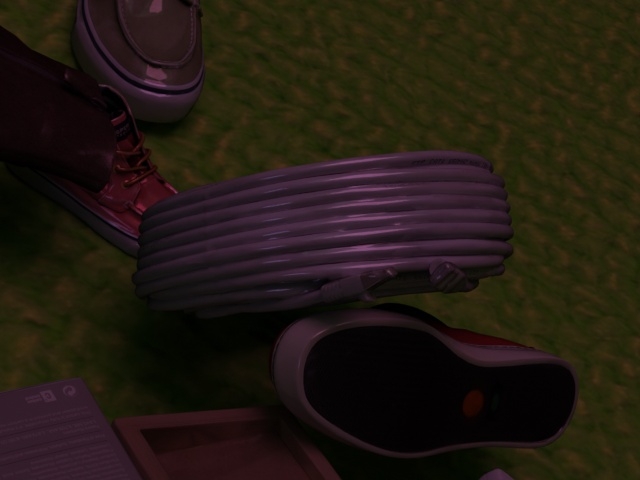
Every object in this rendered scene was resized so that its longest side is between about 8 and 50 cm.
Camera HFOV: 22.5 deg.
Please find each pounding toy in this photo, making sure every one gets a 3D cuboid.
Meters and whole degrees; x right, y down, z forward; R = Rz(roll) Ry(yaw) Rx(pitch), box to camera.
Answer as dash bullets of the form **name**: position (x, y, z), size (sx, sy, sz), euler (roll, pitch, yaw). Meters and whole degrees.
- **pounding toy**: position (-0.015, 0.199, 0.942), size (0.181, 0.094, 0.206), euler (0, 36, -38)

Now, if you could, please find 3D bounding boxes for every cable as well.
- **cable**: position (0.000, 0.000, 1.073), size (0.257, 0.089, 0.257), euler (-7, -2, 23)

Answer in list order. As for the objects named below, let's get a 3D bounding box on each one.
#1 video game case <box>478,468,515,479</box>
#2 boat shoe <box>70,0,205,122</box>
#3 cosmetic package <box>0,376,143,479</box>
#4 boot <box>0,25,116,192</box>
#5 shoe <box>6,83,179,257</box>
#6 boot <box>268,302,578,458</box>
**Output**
- **video game case**: position (0.173, 0.249, 0.986), size (0.190, 0.022, 0.173), euler (40, 26, -34)
- **boat shoe**: position (-0.153, -0.221, 1.364), size (0.109, 0.094, 0.302), euler (8, 41, -23)
- **cosmetic package**: position (-0.131, 0.203, 0.854), size (0.107, 0.127, 0.238), euler (-7, 46, -36)
- **boot**: position (-0.256, -0.133, 1.103), size (0.207, 0.090, 0.248), euler (17, 33, -35)
- **shoe**: position (-0.147, -0.053, 1.181), size (0.178, 0.081, 0.063), euler (31, 38, 6)
- **boot**: position (0.030, 0.080, 1.079), size (0.244, 0.088, 0.176), euler (12, 5, -41)
